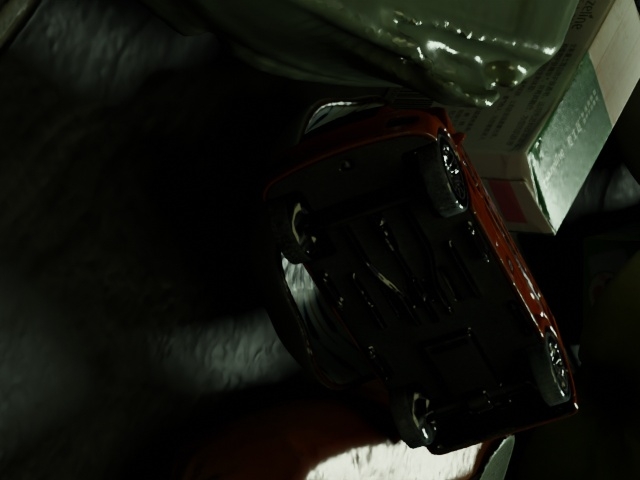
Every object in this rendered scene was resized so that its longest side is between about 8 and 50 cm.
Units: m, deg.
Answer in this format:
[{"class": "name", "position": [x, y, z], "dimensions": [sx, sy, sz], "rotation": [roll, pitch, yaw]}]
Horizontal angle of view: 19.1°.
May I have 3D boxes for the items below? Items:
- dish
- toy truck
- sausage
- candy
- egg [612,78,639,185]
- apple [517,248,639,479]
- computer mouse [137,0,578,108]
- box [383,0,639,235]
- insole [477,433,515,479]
[{"class": "dish", "position": [0.000, 0.000, 1.186], "dimensions": [0.190, 0.066, 0.191], "rotation": [0, 90, -57]}, {"class": "toy truck", "position": [0.060, 0.012, 1.113], "dimensions": [0.114, 0.107, 0.253], "rotation": [-89, 154, -48]}, {"class": "sausage", "position": [0.016, 0.139, 1.201], "dimensions": [0.348, 0.097, 0.094], "rotation": [-10, 113, -57]}, {"class": "candy", "position": [0.294, 0.031, 1.641], "dimensions": [0.194, 0.062, 0.097], "rotation": [-13, 105, -56]}, {"class": "egg", "position": [0.354, -0.110, 1.575], "dimensions": [0.269, 0.219, 0.219], "rotation": [33, 66, -56]}, {"class": "apple", "position": [0.323, 0.121, 1.515], "dimensions": [0.360, 0.311, 0.320], "rotation": [-4, 83, -46]}, {"class": "computer mouse", "position": [-0.013, -0.203, 1.082], "dimensions": [0.429, 0.145, 0.228], "rotation": [19, 70, -45]}, {"class": "box", "position": [0.128, -0.098, 1.310], "dimensions": [0.199, 0.135, 0.081], "rotation": [-59, 139, -34]}, {"class": "insole", "position": [0.101, 0.228, 1.334], "dimensions": [0.080, 0.003, 0.232], "rotation": [-35, 146, -50]}]
